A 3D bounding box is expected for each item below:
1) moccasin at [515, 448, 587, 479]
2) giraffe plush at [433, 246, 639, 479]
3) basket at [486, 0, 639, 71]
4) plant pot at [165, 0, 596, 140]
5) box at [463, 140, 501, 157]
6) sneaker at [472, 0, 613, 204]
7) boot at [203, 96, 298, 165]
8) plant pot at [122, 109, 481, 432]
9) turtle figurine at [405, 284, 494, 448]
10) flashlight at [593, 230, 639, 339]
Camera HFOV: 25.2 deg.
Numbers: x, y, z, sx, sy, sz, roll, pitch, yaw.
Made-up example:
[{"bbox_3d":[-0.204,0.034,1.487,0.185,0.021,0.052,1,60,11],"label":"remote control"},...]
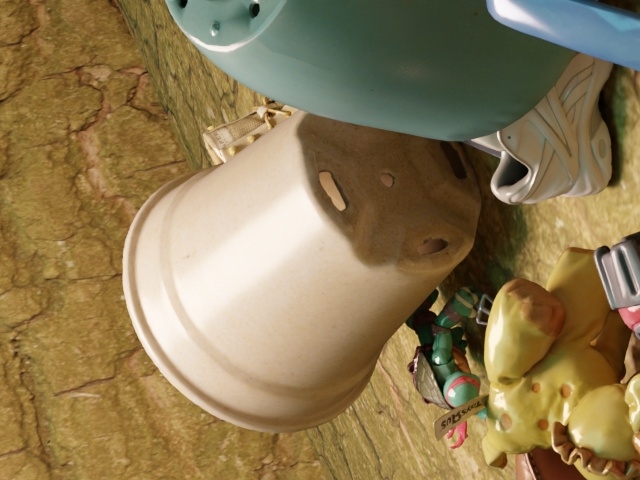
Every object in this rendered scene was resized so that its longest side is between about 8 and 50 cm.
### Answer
[{"bbox_3d":[0.293,0.286,1.187,0.147,0.139,0.380,87,159,-49],"label":"moccasin"},{"bbox_3d":[0.224,0.130,1.165,0.170,0.210,0.181,28,153,45],"label":"giraffe plush"},{"bbox_3d":[0.239,-0.111,0.560,0.289,0.254,0.201,39,151,45],"label":"basket"},{"bbox_3d":[0.021,-0.223,1.058,0.293,0.235,0.293,1,92,50],"label":"plant pot"},{"bbox_3d":[0.140,-0.175,1.317,0.220,0.051,0.175,-143,35,-66],"label":"box"},{"bbox_3d":[0.167,-0.121,1.139,0.090,0.115,0.232,-130,24,-56],"label":"sneaker"},{"bbox_3d":[-0.049,-0.169,1.752,0.095,0.203,0.262,-127,21,-51],"label":"boot"},{"bbox_3d":[0.000,0.000,1.537,0.305,0.333,0.334,-41,68,49],"label":"plant pot"},{"bbox_3d":[0.155,0.135,1.600,0.234,0.118,0.175,-127,21,-68],"label":"turtle figurine"},{"bbox_3d":[0.295,0.132,1.032,0.103,0.103,0.304,151,100,-74],"label":"flashlight"}]
